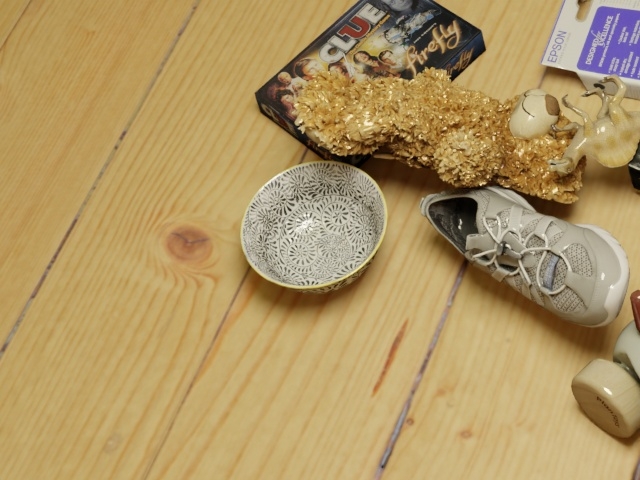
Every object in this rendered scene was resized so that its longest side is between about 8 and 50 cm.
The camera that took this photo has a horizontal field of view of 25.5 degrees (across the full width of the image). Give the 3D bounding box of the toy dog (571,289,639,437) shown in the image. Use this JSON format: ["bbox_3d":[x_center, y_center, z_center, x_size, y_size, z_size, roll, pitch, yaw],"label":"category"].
[{"bbox_3d":[0.395,0.146,1.345,0.334,0.161,0.220,14,60,30],"label":"toy dog"}]

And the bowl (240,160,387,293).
[{"bbox_3d":[0.000,0.000,1.613,0.170,0.080,0.170,-7,57,11],"label":"bowl"}]

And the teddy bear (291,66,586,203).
[{"bbox_3d":[0.134,-0.134,1.580,0.338,0.245,0.113,16,106,18],"label":"teddy bear"}]

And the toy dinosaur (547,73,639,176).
[{"bbox_3d":[0.317,-0.127,1.522,0.183,0.053,0.092,-23,82,-3],"label":"toy dinosaur"}]

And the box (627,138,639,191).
[{"bbox_3d":[0.527,-0.120,1.508,0.322,0.079,0.257,24,78,24],"label":"box"}]

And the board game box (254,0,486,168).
[{"bbox_3d":[0.060,-0.208,1.750,0.243,0.042,0.165,-44,57,-13],"label":"board game box"}]

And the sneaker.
[{"bbox_3d":[0.206,0.017,1.478,0.281,0.115,0.105,30,112,55],"label":"sneaker"}]

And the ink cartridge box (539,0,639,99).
[{"bbox_3d":[0.390,-0.261,1.687,0.208,0.045,0.206,15,65,20],"label":"ink cartridge box"}]
